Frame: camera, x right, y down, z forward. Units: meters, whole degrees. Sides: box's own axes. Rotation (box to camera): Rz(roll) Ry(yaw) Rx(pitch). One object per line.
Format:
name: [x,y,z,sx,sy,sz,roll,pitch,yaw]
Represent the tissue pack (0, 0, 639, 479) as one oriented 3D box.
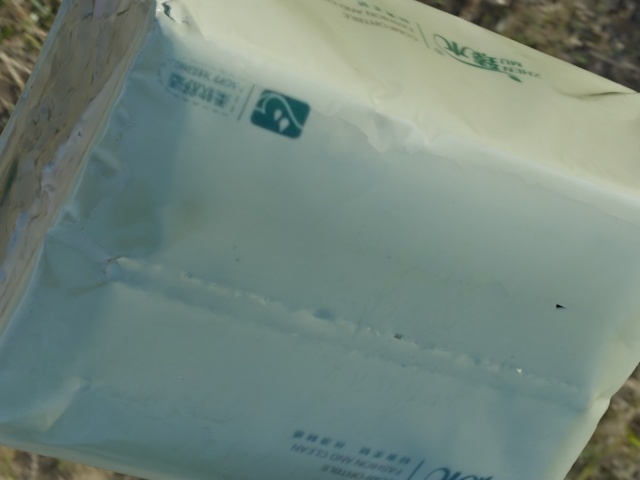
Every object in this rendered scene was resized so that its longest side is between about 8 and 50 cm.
tissue pack: [0.000,0.000,1.035,0.380,0.207,0.297,16,119,-24]
